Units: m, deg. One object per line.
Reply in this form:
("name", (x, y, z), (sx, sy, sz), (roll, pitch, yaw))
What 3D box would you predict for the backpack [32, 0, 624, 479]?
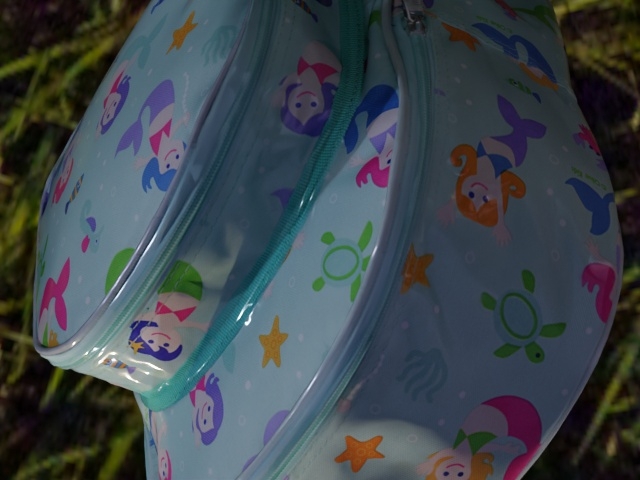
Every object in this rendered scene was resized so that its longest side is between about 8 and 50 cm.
("backpack", (0.000, 0.000, 0.651), (0.191, 0.253, 0.225), (20, 123, -27))
